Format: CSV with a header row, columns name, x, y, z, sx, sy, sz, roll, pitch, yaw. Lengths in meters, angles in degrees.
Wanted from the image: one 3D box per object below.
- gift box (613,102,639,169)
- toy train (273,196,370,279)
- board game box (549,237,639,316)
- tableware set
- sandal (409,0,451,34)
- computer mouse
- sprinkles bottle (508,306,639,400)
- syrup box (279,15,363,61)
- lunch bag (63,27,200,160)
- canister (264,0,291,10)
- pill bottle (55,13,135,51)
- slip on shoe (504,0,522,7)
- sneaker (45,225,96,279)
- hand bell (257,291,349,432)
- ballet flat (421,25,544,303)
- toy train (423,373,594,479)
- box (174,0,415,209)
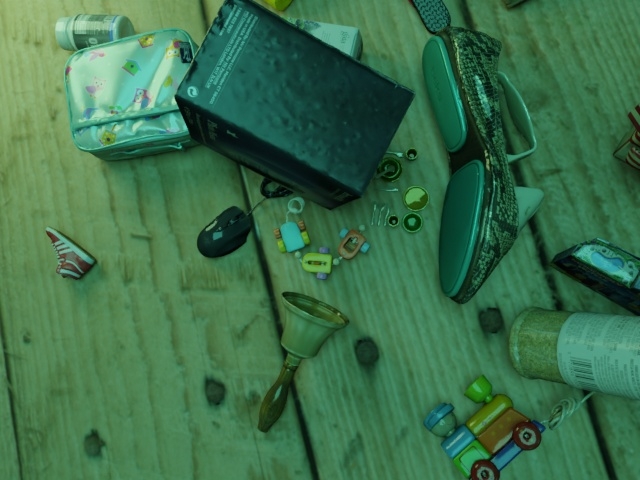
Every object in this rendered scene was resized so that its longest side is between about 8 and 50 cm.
name,x,y,z,sx,sy,sz,roll,pitch,yaw
gift box,0.625,-0.194,0.877,0.255,0.276,0.258,33,88,17
toy train,0.000,0.000,1.051,0.166,0.046,0.125,31,85,9
board game box,0.476,0.054,0.893,0.194,0.194,0.060,31,87,11
tableware set,0.147,-0.093,1.053,0.104,0.024,0.154,8,82,9
sandal,0.191,-0.474,1.105,0.067,0.040,0.179,-25,93,9
computer mouse,-0.133,-0.055,1.080,0.242,0.041,0.071,-41,77,0
sprinkles bottle,0.444,0.163,0.812,0.121,0.355,0.121,1,89,-36
syrup box,-0.046,-0.351,1.086,0.236,0.096,0.093,12,85,10
lunch bag,-0.338,-0.271,1.110,0.279,0.108,0.224,-10,79,7
canister,-0.112,-0.547,1.140,0.170,0.073,0.126,38,88,11
pill bottle,-0.452,-0.413,1.166,0.137,0.078,0.078,5,82,10
slip on shoe,0.399,-0.473,1.070,0.135,0.051,0.041,-25,118,-4
sneaker,-0.499,0.028,1.120,0.118,0.042,0.067,36,84,10
hand bell,-0.055,0.223,1.004,0.126,0.126,0.242,25,96,11
ballet flat,0.285,-0.137,0.985,0.182,0.164,0.483,0,79,-12
toy train,0.297,0.274,0.940,0.248,0.105,0.143,-43,64,0
box,-0.050,-0.194,0.923,0.294,0.296,0.183,26,86,-6
